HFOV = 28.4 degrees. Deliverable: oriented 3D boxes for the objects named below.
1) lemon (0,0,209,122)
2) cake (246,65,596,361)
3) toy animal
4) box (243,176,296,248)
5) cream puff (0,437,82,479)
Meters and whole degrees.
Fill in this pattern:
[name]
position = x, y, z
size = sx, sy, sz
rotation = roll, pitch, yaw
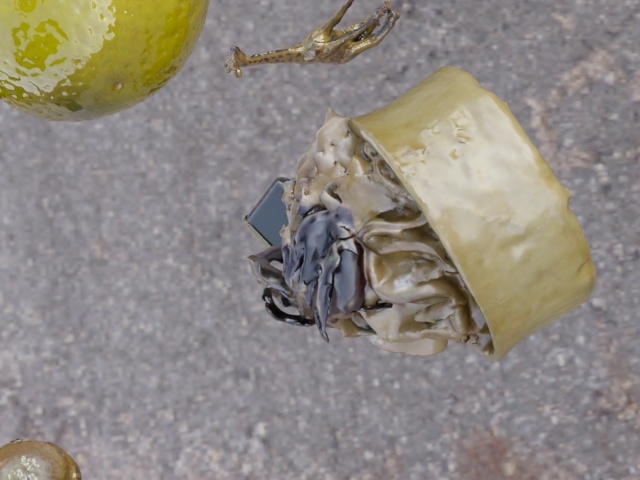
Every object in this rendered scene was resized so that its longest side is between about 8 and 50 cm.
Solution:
[lemon]
position = -0.242, -0.245, 1.275
size = 0.267, 0.267, 0.267
rotation = 10, 103, 53
[cake]
position = 0.089, 0.011, 1.389
size = 0.332, 0.321, 0.332
rotation = 58, 176, 6
[toy animal]
position = -0.011, -0.303, 1.928
size = 0.276, 0.149, 0.054
rotation = -22, 68, 8
[box]
position = 0.000, 0.000, 1.834
size = 0.201, 0.144, 0.090
rotation = 46, 108, 32
[cream puff]
position = -0.381, 0.338, 1.628
size = 0.150, 0.165, 0.115
rotation = 35, 133, 28
